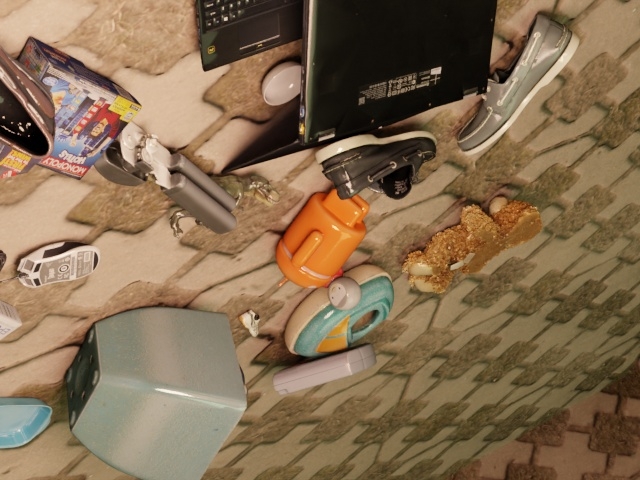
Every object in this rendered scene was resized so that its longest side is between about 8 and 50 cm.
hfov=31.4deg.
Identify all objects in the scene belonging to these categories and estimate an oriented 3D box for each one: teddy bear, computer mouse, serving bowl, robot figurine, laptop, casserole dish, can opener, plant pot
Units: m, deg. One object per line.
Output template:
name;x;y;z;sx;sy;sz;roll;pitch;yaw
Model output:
teddy bear;0.331;0.000;2.572;0.338;0.113;0.245;-39;145;14
computer mouse;-0.438;0.039;1.776;0.193;0.042;0.106;-13;137;-30
serving bowl;-0.061;-0.254;1.811;0.083;0.027;0.083;-29;153;-17
robot figurine;0.001;0.000;2.140;0.128;0.158;0.219;26;114;-28
laptop;-0.043;-0.358;1.571;0.234;0.136;0.264;-23;133;-26
casserole dish;-0.564;0.320;2.023;0.114;0.037;0.188;-51;150;19
can opener;-0.232;-0.093;1.761;0.093;0.074;0.280;-21;145;28
laptop;0.060;-0.289;1.834;0.381;0.236;0.408;-20;127;-33
plant pot;-0.312;0.265;2.038;0.252;0.247;0.248;17;123;-27

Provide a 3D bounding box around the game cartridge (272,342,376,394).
game cartridge;0.021;0.273;2.461;0.196;0.060;0.294;-13;177;10

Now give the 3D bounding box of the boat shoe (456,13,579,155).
boat shoe;0.357;-0.301;2.201;0.099;0.116;0.319;34;119;-16

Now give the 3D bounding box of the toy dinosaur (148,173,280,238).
toy dinosaur;-0.197;-0.066;1.893;0.268;0.064;0.118;1;130;-42

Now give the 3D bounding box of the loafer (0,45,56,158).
loafer;-0.420;-0.199;1.344;0.109;0.095;0.302;-39;138;11

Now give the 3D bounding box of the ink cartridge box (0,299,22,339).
ink cartridge box;-0.591;0.144;1.678;0.224;0.045;0.223;-35;154;6

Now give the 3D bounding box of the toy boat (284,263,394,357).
toy boat;0.041;0.138;2.358;0.267;0.148;0.318;-34;151;-10

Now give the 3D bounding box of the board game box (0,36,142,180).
board game box;-0.375;-0.157;1.553;0.194;0.060;0.194;-46;151;13

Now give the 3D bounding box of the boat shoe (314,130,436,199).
boat shoe;0.120;-0.127;2.053;0.127;0.113;0.340;-24;172;29

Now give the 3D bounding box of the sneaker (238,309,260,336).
sneaker;-0.135;0.168;2.314;0.037;0.032;0.083;-37;152;-4

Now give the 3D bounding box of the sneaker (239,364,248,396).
sneaker;-0.300;0.319;2.286;0.319;0.112;0.131;-28;131;-24
